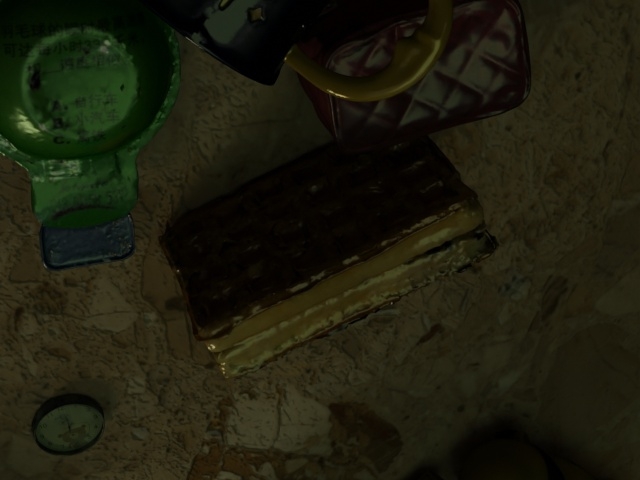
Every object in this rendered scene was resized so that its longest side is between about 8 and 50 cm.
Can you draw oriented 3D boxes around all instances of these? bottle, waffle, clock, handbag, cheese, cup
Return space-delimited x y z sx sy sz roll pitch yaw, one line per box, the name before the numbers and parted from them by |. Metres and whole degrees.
bottle | 0.331 0.399 1.563 0.171 0.171 0.351 -46 125 12
waffle | 0.000 -0.001 1.113 0.308 0.213 0.091 -27 126 -2
clock | -0.293 0.216 1.262 0.085 0.017 0.085 -11 126 -16
handbag | 0.088 -0.187 1.072 0.225 0.135 0.146 -18 129 -6
cheese | -0.229 -0.114 1.018 0.204 0.083 0.320 -9 123 -19
cup | -0.003 -0.264 0.941 0.255 0.178 0.256 34 104 -23

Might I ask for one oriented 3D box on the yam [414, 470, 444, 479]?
yam | 0.067 0.437 1.539 0.300 0.066 0.066 -45 128 11
